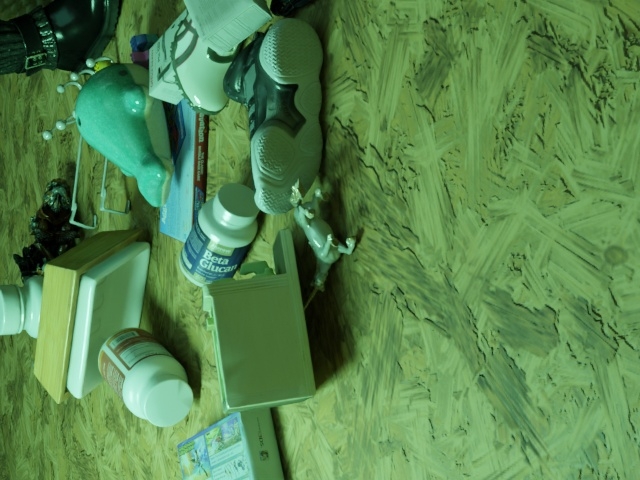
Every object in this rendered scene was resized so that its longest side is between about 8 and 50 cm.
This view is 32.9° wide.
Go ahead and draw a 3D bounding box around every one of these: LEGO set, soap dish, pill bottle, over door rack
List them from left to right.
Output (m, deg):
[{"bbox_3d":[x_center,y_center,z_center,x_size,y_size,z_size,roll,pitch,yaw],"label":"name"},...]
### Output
[{"bbox_3d":[-0.561,0.137,2.266,0.131,0.229,0.131,8,99,59],"label":"pill bottle"},{"bbox_3d":[-0.490,-0.196,2.241,0.239,0.108,0.324,-12,82,61],"label":"over door rack"},{"bbox_3d":[-0.435,0.133,2.050,0.118,0.229,0.291,21,117,15],"label":"soap dish"},{"bbox_3d":[-0.364,-0.315,2.025,0.227,0.093,0.087,-48,52,51],"label":"LEGO set"},{"bbox_3d":[-0.312,0.248,1.953,0.216,0.121,0.121,32,120,55],"label":"pill bottle"},{"bbox_3d":[-0.153,-0.009,1.682,0.169,0.094,0.094,-60,43,44],"label":"pill bottle"}]

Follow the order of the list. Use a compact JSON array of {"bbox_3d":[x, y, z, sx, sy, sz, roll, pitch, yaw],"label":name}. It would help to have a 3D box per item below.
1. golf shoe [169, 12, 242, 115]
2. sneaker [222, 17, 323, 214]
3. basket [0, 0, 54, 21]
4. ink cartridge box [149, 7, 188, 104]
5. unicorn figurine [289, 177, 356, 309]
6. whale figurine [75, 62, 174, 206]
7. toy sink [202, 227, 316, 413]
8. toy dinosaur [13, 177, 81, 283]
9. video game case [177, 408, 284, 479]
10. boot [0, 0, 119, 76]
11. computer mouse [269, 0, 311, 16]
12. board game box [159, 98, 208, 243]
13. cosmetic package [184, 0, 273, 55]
[{"bbox_3d":[-0.160,-0.326,1.666,0.120,0.105,0.273,17,108,53],"label":"golf shoe"},{"bbox_3d":[-0.071,-0.172,1.528,0.153,0.101,0.269,9,95,60],"label":"sneaker"},{"bbox_3d":[-0.681,-0.617,2.322,0.331,0.328,0.266,-35,65,55],"label":"basket"},{"bbox_3d":[-0.231,-0.304,1.796,0.135,0.056,0.099,-34,51,46],"label":"ink cartridge box"},{"bbox_3d":[0.000,0.000,1.454,0.111,0.060,0.162,142,114,-65],"label":"unicorn figurine"},{"bbox_3d":[-0.339,-0.182,1.883,0.272,0.141,0.216,65,152,29],"label":"whale figurine"},{"bbox_3d":[-0.094,0.115,1.508,0.153,0.131,0.234,124,138,-77],"label":"toy sink"},{"bbox_3d":[-0.600,0.030,2.458,0.218,0.164,0.322,-123,21,-63],"label":"toy dinosaur"},{"bbox_3d":[-0.134,0.413,1.717,0.269,0.061,0.244,-37,62,55],"label":"video game case"},{"bbox_3d":[-0.562,-0.443,2.190,0.348,0.260,0.131,-52,49,49],"label":"boot"},{"bbox_3d":[-0.045,-0.418,1.515,0.106,0.042,0.193,-12,82,61],"label":"computer mouse"},{"bbox_3d":[-0.238,-0.140,1.887,0.145,0.027,0.281,20,109,56],"label":"board game box"},{"bbox_3d":[-0.160,-0.393,1.577,0.099,0.060,0.239,-32,63,16],"label":"cosmetic package"}]
